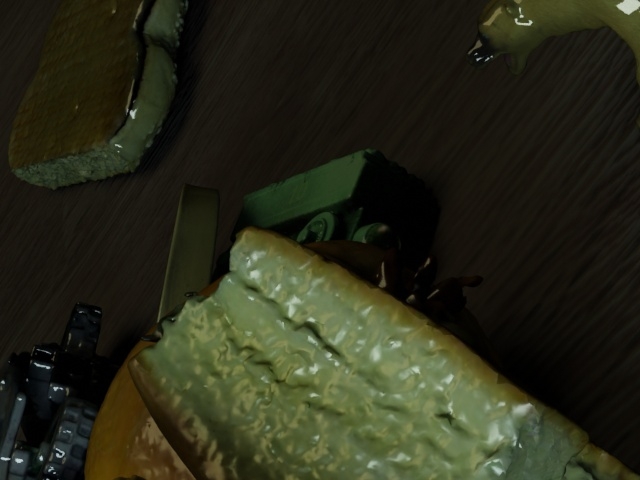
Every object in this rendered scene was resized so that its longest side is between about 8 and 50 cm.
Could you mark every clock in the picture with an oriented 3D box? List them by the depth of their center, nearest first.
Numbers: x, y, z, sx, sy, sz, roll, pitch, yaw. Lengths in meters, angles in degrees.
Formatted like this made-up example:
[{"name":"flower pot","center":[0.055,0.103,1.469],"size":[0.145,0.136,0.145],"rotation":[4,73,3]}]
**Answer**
[{"name":"clock","center":[-0.091,0.081,1.146],"size":[0.235,0.029,0.235],"rotation":[-169,90,-85]}]

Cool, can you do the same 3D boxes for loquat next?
[{"name":"loquat","center":[-0.008,0.096,0.902],"size":[0.234,0.176,0.187],"rotation":[-44,-3,16]}]

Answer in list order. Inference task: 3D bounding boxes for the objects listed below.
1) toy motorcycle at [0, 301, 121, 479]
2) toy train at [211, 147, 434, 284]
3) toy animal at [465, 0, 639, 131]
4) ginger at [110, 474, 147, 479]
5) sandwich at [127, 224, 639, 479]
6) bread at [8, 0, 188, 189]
[{"name":"toy motorcycle","center":[-0.177,0.144,1.264],"size":[0.270,0.106,0.159],"rotation":[-108,34,-75]},{"name":"toy train","center":[0.000,0.000,1.106],"size":[0.172,0.070,0.099],"rotation":[-18,45,57]},{"name":"toy animal","center":[0.168,-0.124,0.858],"size":[0.218,0.101,0.103],"rotation":[-27,47,51]},{"name":"ginger","center":[0.031,0.273,0.650],"size":[0.348,0.122,0.363],"rotation":[17,117,51]},{"name":"sandwich","center":[0.041,0.104,0.757],"size":[0.122,0.235,0.128],"rotation":[-53,25,-2]},{"name":"bread","center":[-0.176,-0.146,1.558],"size":[0.286,0.056,0.207],"rotation":[2,73,62]}]
